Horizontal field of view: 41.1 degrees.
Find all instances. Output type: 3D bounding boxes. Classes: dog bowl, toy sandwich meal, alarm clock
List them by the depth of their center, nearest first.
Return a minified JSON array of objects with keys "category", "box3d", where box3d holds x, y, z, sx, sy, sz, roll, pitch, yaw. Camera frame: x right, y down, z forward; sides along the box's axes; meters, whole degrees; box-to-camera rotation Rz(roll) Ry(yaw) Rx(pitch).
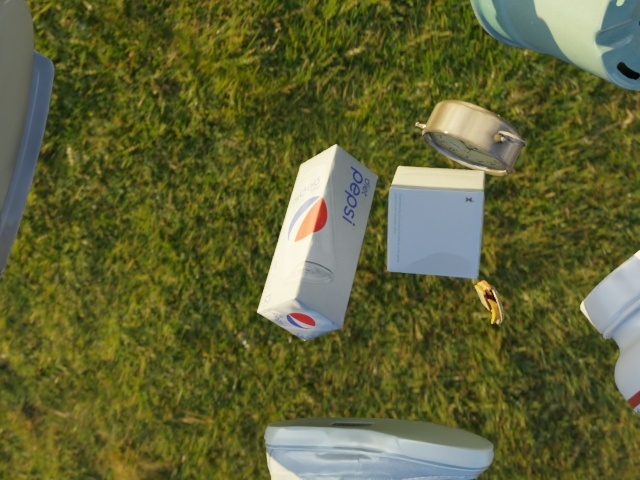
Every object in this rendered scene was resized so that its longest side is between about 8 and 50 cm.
[{"category":"dog bowl","box3d":[-0.303,-0.085,0.686,0.102,0.348,0.348,14,122,-10]},{"category":"alarm clock","box3d":[0.213,-0.137,1.127,0.129,0.192,0.064,28,89,-22]},{"category":"toy sandwich meal","box3d":[0.310,0.115,1.564,0.029,0.085,0.085,-18,120,-1]}]

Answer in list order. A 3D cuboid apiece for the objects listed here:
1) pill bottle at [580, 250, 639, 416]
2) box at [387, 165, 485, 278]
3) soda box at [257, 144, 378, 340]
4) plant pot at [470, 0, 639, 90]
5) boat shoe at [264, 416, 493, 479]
[{"category":"pill bottle","box3d":[0.512,0.188,1.027,0.229,0.229,0.407,-47,66,27]},{"category":"box","box3d":[0.128,-0.021,0.939,0.102,0.087,0.101,4,111,9]},{"category":"soda box","box3d":[0.000,0.000,1.294,0.098,0.286,0.091,35,143,-27]},{"category":"plant pot","box3d":[0.479,-0.432,1.446,0.341,0.334,0.341,-11,126,-16]},{"category":"boat shoe","box3d":[0.052,0.213,0.801,0.228,0.079,0.081,-3,89,28]}]
